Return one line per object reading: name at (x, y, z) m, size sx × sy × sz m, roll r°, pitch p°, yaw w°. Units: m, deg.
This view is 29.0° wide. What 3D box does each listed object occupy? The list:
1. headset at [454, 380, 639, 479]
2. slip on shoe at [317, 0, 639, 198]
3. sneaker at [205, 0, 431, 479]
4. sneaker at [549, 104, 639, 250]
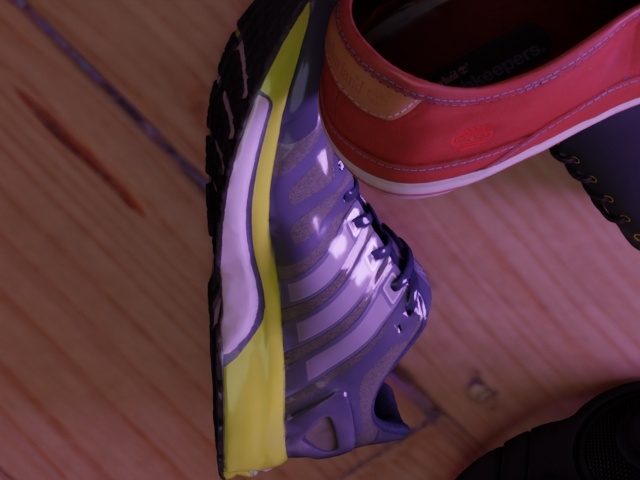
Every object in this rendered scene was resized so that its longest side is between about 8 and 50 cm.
headset at (0.242, 0.201, 0.719) m, size 0.394 × 0.185 × 0.243 m, roll -29°, pitch 115°, yaw 29°
slip on shoe at (0.146, -0.131, 0.531) m, size 0.331 × 0.123 × 0.101 m, roll -29°, pitch 158°, yaw -3°
sneaker at (0.000, 0.000, 0.674) m, size 0.121 × 0.111 × 0.300 m, roll -2°, pitch 125°, yaw -9°
sneaker at (0.135, -0.053, 0.641) m, size 0.222 × 0.083 × 0.118 m, roll 9°, pitch 124°, yaw 0°
